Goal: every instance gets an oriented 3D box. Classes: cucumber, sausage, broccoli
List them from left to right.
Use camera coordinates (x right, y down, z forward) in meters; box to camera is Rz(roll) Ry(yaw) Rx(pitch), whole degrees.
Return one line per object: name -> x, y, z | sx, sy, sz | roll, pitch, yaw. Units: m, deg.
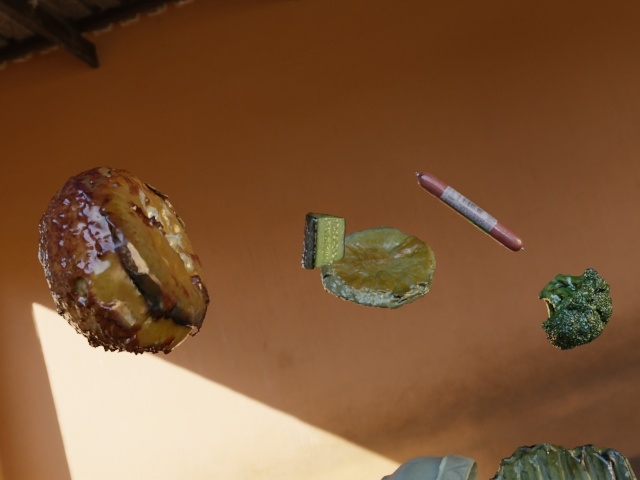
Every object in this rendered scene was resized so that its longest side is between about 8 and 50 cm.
cucumber -> 0.000, 0.000, 1.526 | 0.062, 0.115, 0.116 | 10, 8, 35
sausage -> 0.248, -0.049, 1.181 | 0.029, 0.223, 0.029 | -53, -5, -7
broccoli -> 0.559, 0.150, 1.562 | 0.195, 0.156, 0.195 | -38, -15, -12

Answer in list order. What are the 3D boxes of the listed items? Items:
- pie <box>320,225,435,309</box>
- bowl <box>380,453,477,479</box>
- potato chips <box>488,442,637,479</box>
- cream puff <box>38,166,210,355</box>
pie -> 0.154, 0.069, 1.800 | 0.306, 0.306, 0.071 | -14, -45, -11
bowl -> 0.164, 0.504, 1.197 | 0.163, 0.307, 0.307 | 12, 2, 19
potato chips -> 0.566, 0.666, 1.608 | 0.358, 0.429, 0.070 | -18, -7, 20
cream puff -> -0.239, 0.033, 0.858 | 0.164, 0.240, 0.240 | -29, -7, 0
